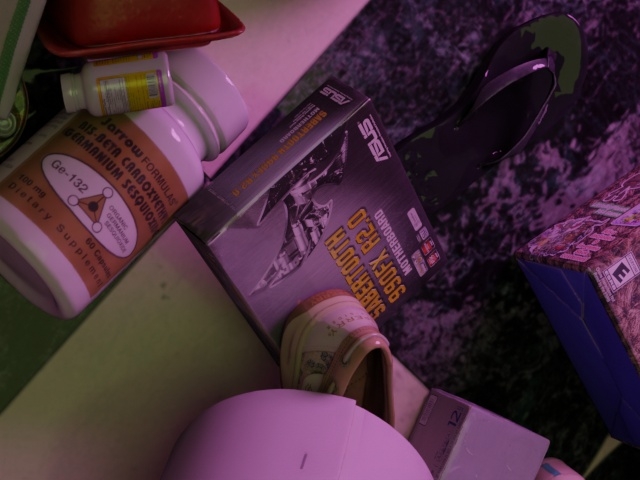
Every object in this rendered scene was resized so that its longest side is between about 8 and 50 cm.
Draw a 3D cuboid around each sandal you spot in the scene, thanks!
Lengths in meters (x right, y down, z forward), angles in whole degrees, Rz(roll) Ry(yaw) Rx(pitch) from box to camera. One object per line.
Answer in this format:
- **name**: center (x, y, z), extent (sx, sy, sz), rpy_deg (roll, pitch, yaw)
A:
- **sandal**: center (0.168, -0.115, 1.249), extent (0.254, 0.054, 0.097), rpy_deg (-45, 108, -11)

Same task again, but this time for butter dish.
- **butter dish**: center (-0.154, -0.219, 1.054), extent (0.160, 0.160, 0.118), rpy_deg (-9, 118, -19)

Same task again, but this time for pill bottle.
- **pill bottle**: center (-0.157, -0.119, 1.018), extent (0.083, 0.043, 0.043), rpy_deg (-9, 98, -6)
- **pill bottle**: center (-0.171, -0.056, 1.084), extent (0.229, 0.131, 0.131), rpy_deg (-46, 108, -21)

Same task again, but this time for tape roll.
- **tape roll**: center (-0.031, 0.267, 1.078), extent (0.246, 0.169, 0.246), rpy_deg (5, 122, 9)

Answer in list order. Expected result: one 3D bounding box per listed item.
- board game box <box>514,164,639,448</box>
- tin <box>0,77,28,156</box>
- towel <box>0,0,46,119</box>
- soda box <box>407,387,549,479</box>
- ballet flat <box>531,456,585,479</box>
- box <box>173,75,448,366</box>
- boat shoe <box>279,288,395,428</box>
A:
- **board game box**: center (0.382, 0.038, 1.297), extent (0.291, 0.141, 0.232), rpy_deg (-34, 106, -14)
- **tin**: center (-0.331, -0.131, 1.074), extent (0.189, 0.040, 0.106), rpy_deg (26, 90, -20)
- **towel**: center (-0.356, -0.211, 0.940), extent (0.325, 0.038, 0.248), rpy_deg (13, 135, -18)
- **soda box**: center (0.104, 0.292, 1.244), extent (0.098, 0.091, 0.286), rpy_deg (25, 86, -21)
- **ballet flat**: center (0.215, 0.318, 1.288), extent (0.086, 0.086, 0.248), rpy_deg (-6, 120, -20)
- **box**: center (0.000, 0.000, 1.142), extent (0.183, 0.056, 0.231), rpy_deg (-43, 137, -12)
- **boat shoe**: center (0.016, 0.182, 1.161), extent (0.104, 0.089, 0.285), rpy_deg (-20, 126, -24)
